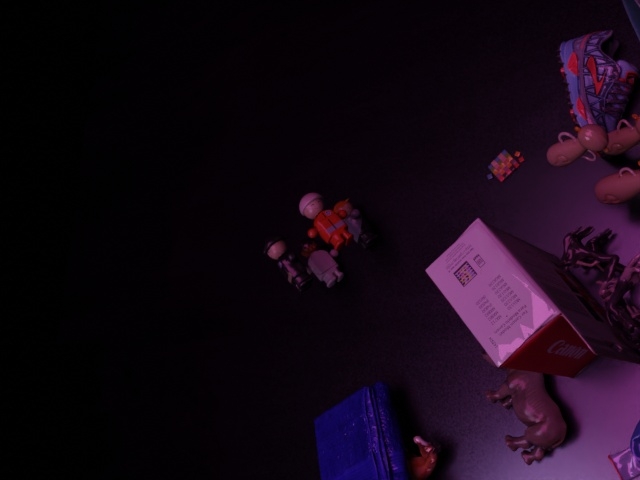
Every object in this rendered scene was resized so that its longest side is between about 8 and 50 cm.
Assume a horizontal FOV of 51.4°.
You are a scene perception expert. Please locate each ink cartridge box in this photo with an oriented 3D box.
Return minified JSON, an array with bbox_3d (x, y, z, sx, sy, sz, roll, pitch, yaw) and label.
[{"bbox_3d":[0.362,0.128,1.089,0.130,0.310,0.271,-48,52,21],"label":"ink cartridge box"}]

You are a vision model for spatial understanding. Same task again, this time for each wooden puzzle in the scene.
[{"bbox_3d":[0.376,-0.154,1.362,0.083,0.006,0.049,-47,52,21],"label":"wooden puzzle"}]

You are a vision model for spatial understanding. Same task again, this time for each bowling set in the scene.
[{"bbox_3d":[0.540,-0.143,1.084,0.199,0.287,0.154,-55,5,-16],"label":"bowling set"}]

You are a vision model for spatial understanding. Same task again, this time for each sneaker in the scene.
[{"bbox_3d":[0.518,-0.276,1.211,0.125,0.104,0.261,-20,66,33],"label":"sneaker"}]

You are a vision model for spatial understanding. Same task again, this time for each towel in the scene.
[{"bbox_3d":[0.075,0.459,1.330,0.228,0.076,0.308,-39,42,32],"label":"towel"}]

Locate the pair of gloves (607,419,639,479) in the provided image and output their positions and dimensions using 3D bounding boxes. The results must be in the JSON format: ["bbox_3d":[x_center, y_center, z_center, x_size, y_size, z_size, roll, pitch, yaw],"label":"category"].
[{"bbox_3d":[0.558,0.370,1.048,0.159,0.023,0.198,-40,56,23],"label":"pair of gloves"}]

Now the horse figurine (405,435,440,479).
[{"bbox_3d":[0.141,0.498,1.343,0.175,0.066,0.263,22,90,48],"label":"horse figurine"}]

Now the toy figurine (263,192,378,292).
[{"bbox_3d":[0.000,0.000,1.505,0.148,0.210,0.213,49,115,20],"label":"toy figurine"}]

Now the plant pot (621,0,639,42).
[{"bbox_3d":[0.664,-0.320,0.949,0.334,0.341,0.341,-29,60,26],"label":"plant pot"}]

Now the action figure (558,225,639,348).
[{"bbox_3d":[0.515,0.081,1.078,0.141,0.164,0.275,-52,45,24],"label":"action figure"}]

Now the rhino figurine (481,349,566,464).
[{"bbox_3d":[0.363,0.272,1.209,0.106,0.073,0.243,-39,54,31],"label":"rhino figurine"}]
